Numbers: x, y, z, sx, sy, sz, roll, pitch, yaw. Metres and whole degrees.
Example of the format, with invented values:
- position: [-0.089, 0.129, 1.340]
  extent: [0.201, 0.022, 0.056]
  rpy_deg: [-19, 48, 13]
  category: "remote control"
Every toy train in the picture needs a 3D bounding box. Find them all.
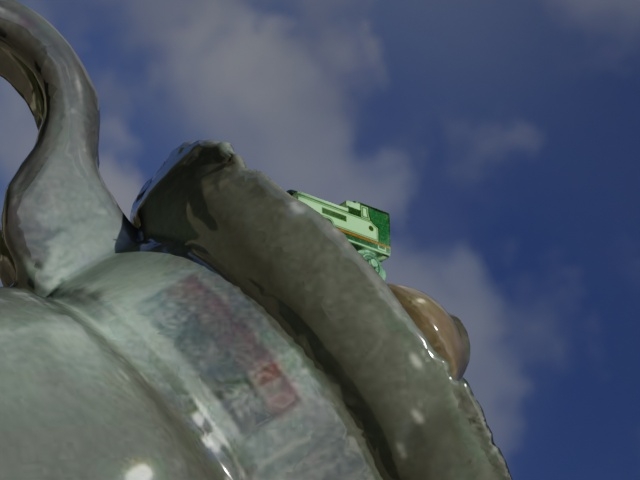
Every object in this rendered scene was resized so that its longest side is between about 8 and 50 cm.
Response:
- position: [0.000, 0.000, 1.048]
  extent: [0.033, 0.083, 0.053]
  rpy_deg: [-33, -132, 43]
  category: "toy train"

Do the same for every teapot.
- position: [-0.092, 0.074, 0.595]
  extent: [0.305, 0.285, 0.223]
  rpy_deg: [42, -28, 36]
  category: "teapot"
